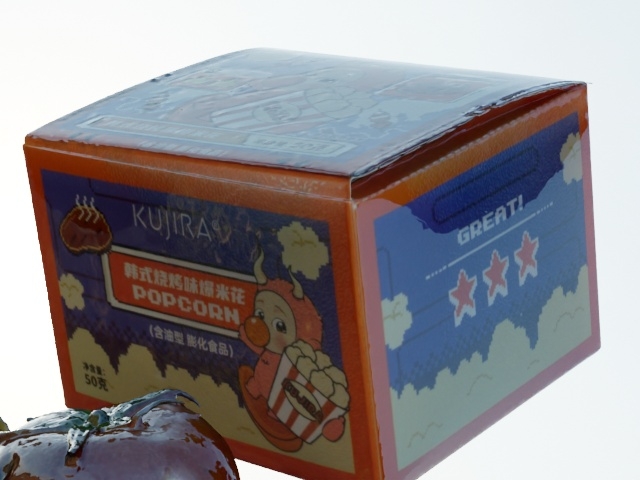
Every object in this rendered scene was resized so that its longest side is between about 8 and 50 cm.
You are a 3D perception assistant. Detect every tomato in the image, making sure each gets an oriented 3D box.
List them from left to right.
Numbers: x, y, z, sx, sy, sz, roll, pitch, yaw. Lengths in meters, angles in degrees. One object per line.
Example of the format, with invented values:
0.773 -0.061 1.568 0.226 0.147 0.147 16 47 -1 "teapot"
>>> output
-0.124 0.174 1.096 0.167 0.167 0.167 33 -16 11 "tomato"

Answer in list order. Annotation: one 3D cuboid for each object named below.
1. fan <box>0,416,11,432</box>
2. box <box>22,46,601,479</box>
-0.406 0.195 1.769 0.229 0.335 0.011 1 13 11 "fan"
0.000 0.000 1.439 0.348 0.318 0.257 12 -65 40 "box"
